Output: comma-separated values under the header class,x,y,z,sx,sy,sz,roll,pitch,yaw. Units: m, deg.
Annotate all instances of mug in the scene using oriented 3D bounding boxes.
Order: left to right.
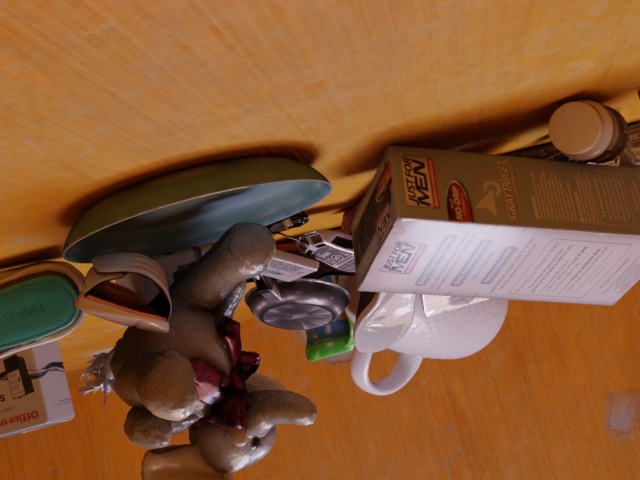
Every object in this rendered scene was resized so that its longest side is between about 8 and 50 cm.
class,x,y,z,sx,sy,sz,roll,pitch,yaw
mug,0.178,0.145,2.019,0.276,0.374,0.328,26,-173,36

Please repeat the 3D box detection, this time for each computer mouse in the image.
class,x,y,z,sx,sy,sz,roll,pitch,yaw
computer mouse,0.000,0.000,1.533,0.193,0.042,0.106,22,146,-31

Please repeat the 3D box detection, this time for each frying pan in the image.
class,x,y,z,sx,sy,sz,roll,pitch,yaw
frying pan,-0.051,0.092,1.748,0.197,0.053,0.326,-4,155,6

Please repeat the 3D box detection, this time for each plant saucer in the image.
class,x,y,z,sx,sy,sz,roll,pitch,yaw
plant saucer,-0.144,-0.037,1.130,0.317,0.044,0.317,-16,174,-2

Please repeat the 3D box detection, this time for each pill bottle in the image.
class,x,y,z,sx,sy,sz,roll,pitch,yaw
pill bottle,0.343,-0.139,1.253,0.078,0.078,0.137,-20,172,29

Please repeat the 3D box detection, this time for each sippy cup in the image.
class,x,y,z,sx,sy,sz,roll,pitch,yaw
sippy cup,0.054,0.147,2.283,0.240,0.224,0.305,-8,170,-42

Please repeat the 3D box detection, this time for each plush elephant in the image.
class,x,y,z,sx,sy,sz,roll,pitch,yaw
plush elephant,-0.129,0.192,1.226,0.330,0.255,0.272,-32,-155,44

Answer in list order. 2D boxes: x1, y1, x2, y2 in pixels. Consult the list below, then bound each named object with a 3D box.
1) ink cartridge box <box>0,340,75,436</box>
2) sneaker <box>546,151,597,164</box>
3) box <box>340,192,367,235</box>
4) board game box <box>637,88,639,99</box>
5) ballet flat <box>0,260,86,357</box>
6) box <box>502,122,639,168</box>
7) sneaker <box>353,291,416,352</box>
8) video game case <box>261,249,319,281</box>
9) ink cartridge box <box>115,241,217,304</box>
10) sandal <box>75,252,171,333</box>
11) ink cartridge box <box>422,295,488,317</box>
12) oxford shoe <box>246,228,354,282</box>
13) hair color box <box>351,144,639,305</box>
class,x,y,z,sx,sy,sz,roll,pitch,yaw
ink cartridge box,-0.516,0.219,1.639,0.153,0.209,0.087,-18,173,16
sneaker,0.386,-0.121,1.443,0.162,0.063,0.073,-47,167,34
box,0.161,-0.028,1.510,0.200,0.057,0.293,12,167,-10
board game box,0.506,-0.200,1.216,0.194,0.060,0.194,-17,173,6
ballet flat,-0.493,0.113,1.269,0.400,0.139,0.139,-16,173,-6
box,0.365,-0.100,1.624,0.307,0.077,0.242,-14,172,-14
sneaker,0.113,0.072,1.803,0.104,0.147,0.296,0,133,-15
video game case,-0.098,0.032,1.574,0.157,0.019,0.143,16,165,-17
ink cartridge box,-0.193,0.032,1.330,0.150,0.063,0.109,-13,-161,-28
sandal,-0.232,0.048,1.146,0.101,0.076,0.265,19,179,-19
ink cartridge box,0.261,0.017,1.818,0.189,0.066,0.232,-16,131,-7
oxford shoe,-0.066,0.055,1.800,0.271,0.099,0.097,-15,174,-6
hair color box,0.244,-0.013,1.270,0.374,0.114,0.185,4,148,-13
